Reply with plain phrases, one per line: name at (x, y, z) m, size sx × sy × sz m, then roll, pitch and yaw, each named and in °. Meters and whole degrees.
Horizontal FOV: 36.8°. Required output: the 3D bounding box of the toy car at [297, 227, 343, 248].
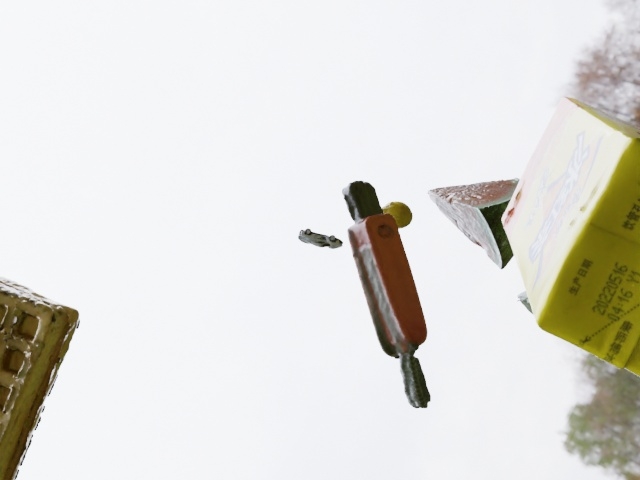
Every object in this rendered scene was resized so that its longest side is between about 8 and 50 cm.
toy car at (0.000, 0.000, 1.937) m, size 0.041 × 0.093 × 0.025 m, roll 79°, pitch -153°, yaw -69°

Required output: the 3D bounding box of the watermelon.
watermelon at (0.316, -0.077, 1.803) m, size 0.207 × 0.202 × 0.136 m, roll -61°, pitch 5°, yaw -39°

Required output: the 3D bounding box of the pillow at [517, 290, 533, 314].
pillow at (0.448, 0.079, 1.225) m, size 0.283 × 0.310 × 0.138 m, roll -11°, pitch -75°, yaw -38°

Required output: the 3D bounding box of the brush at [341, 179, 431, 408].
brush at (0.098, 0.071, 1.310) m, size 0.070 × 0.051 × 0.323 m, roll -9°, pitch -98°, yaw -53°

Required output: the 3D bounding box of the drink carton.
drink carton at (0.243, -0.021, 0.821) m, size 0.351 × 0.111 × 0.154 m, roll -65°, pitch -1°, yaw -75°

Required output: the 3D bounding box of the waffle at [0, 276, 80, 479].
waffle at (-0.555, 0.238, 1.502) m, size 0.114 × 0.261 × 0.376 m, roll 21°, pitch -91°, yaw -82°

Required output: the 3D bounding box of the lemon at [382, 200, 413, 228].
lemon at (0.168, -0.057, 2.159) m, size 0.092 × 0.065 × 0.065 m, roll 11°, pitch -78°, yaw -29°
